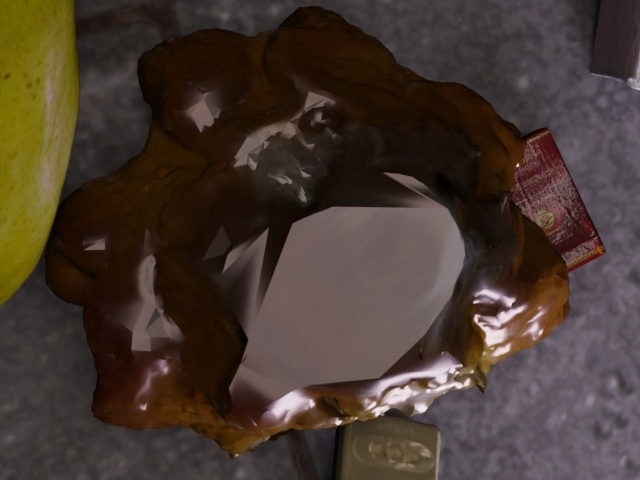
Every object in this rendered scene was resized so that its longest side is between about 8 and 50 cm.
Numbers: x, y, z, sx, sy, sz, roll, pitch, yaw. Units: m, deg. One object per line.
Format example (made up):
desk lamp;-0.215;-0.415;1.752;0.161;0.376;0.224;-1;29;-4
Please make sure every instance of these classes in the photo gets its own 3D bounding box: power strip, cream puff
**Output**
power strip;0.033;0.153;0.806;0.056;0.032;0.123;13;54;-9
cream puff;0.000;0.000;0.770;0.269;0.155;0.241;17;85;-8

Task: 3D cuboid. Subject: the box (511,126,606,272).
box;0.124;-0.018;0.861;0.051;0.023;0.082;-27;94;-9

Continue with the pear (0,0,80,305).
pear;-0.245;-0.090;0.668;0.294;0.294;0.294;0;89;-11

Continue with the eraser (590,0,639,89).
eraser;0.237;-0.223;0.836;0.130;0.086;0.287;7;99;-9
